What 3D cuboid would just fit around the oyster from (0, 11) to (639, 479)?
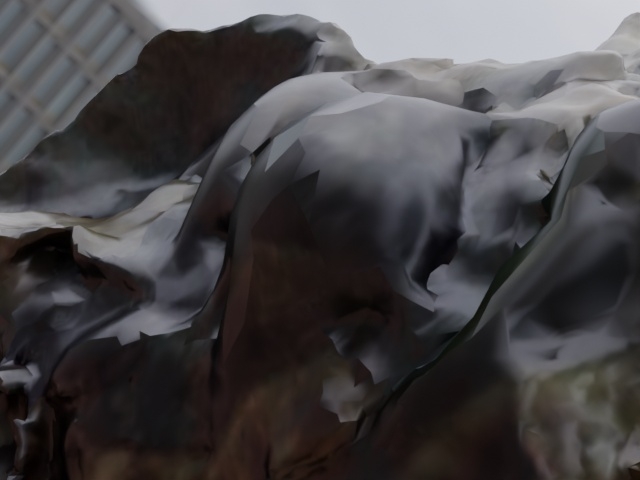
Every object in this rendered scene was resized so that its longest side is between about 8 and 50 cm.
[{"bbox_3d":[-0.006,-0.001,0.477,0.361,0.221,0.096,-3,-54,48],"label":"oyster"}]
